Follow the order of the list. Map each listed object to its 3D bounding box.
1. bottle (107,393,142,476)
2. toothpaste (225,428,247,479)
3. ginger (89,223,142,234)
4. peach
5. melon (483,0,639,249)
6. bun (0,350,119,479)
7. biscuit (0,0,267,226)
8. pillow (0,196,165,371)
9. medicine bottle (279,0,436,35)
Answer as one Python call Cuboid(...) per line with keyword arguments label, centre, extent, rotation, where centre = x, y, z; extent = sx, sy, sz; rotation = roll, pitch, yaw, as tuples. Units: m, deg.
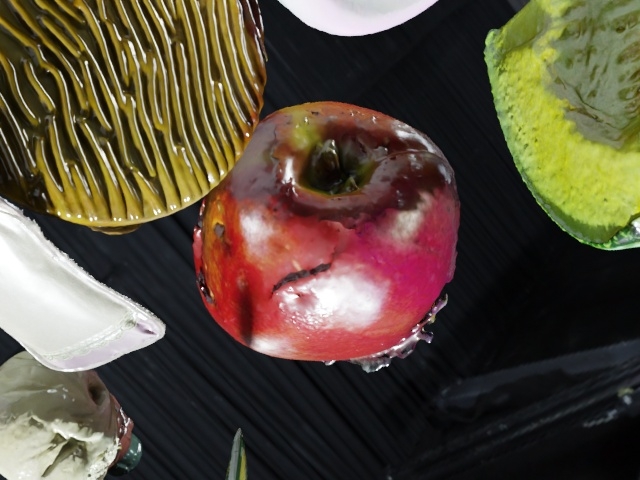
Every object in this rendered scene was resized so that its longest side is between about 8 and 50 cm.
Cuboid(label="bottle", centre=(-0.425, 0.341, 1.350), extent=(0.143, 0.271, 0.156), rotation=(-26, -140, 11))
Cuboid(label="toothpaste", centre=(-0.103, 0.305, 0.890), extent=(0.032, 0.049, 0.204), rotation=(-3, -157, -1))
Cuboid(label="ginger", centre=(-0.459, -0.146, 1.623), extent=(0.223, 0.269, 0.200), rotation=(-21, -176, -10))
Cuboid(label="peach", centre=(0.000, 0.000, 1.040), extent=(0.416, 0.353, 0.338), rotation=(93, 0, -63))
Cuboid(label="melon", centre=(0.352, -0.151, 0.853), extent=(0.331, 0.343, 0.226), rotation=(-4, 166, 19))
Cuboid(label="bun", centre=(-0.319, 0.220, 0.910), extent=(0.128, 0.193, 0.178), rotation=(-41, -172, 5))
Cuboid(label="biscuit", centre=(-0.181, -0.168, 0.609), extent=(0.318, 0.317, 0.040), rotation=(-45, -161, -31))
Cuboid(label="pillow", centre=(-0.235, 0.044, 0.605), extent=(0.131, 0.232, 0.038), rotation=(-20, -132, 19))
Cuboid(label="medicine bottle", centre=(-0.045, -0.349, 0.569), extent=(0.219, 0.388, 0.219), rotation=(-30, 150, -19))
